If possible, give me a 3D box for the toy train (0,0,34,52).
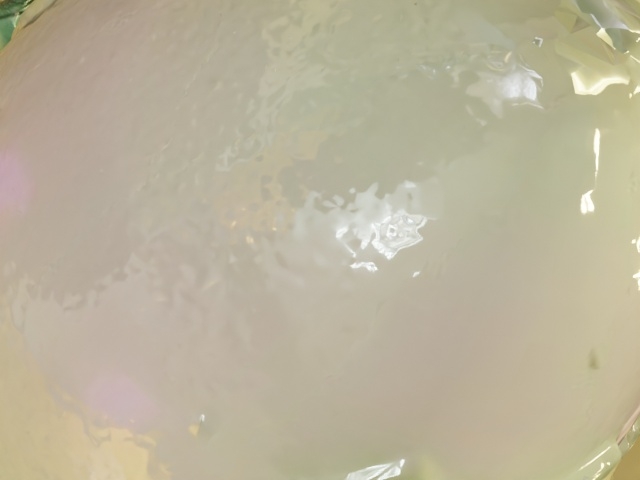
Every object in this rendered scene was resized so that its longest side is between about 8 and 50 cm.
[{"bbox_3d":[-0.140,-0.003,1.132,0.120,0.202,0.301,-29,109,-28],"label":"toy train"}]

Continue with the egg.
[{"bbox_3d":[0.000,0.000,0.479,0.183,0.183,0.217,-6,154,-38],"label":"egg"}]
